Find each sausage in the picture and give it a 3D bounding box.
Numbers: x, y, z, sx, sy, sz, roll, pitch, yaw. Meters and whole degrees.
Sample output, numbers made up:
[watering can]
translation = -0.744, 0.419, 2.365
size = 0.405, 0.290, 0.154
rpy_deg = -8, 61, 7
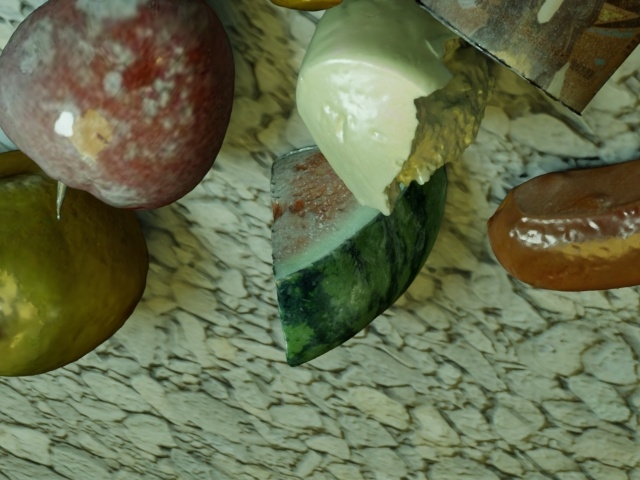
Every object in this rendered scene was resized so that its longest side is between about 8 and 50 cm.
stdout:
[sausage]
translation = 0.304, -0.011, 1.311
size = 0.258, 0.133, 0.133
rpy_deg = -8, 129, 20

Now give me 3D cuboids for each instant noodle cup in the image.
[instant noodle cup]
translation = 0.204, -0.234, 1.025
size = 0.217, 0.217, 0.207
rpy_deg = 31, 103, -13

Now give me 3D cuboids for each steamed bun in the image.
[steamed bun]
translation = 0.086, -0.145, 1.176
size = 0.170, 0.225, 0.200
rpy_deg = -21, 119, 31

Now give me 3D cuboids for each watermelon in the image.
[watermelon]
translation = 0.000, 0.000, 1.372
size = 0.201, 0.261, 0.213
rpy_deg = 29, 144, 27

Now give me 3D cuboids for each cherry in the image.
[cherry]
translation = -0.211, -0.144, 1.273
size = 0.236, 0.213, 0.285
rpy_deg = 19, 113, -29

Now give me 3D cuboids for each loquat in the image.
[loquat]
translation = -0.341, 0.033, 1.423
size = 0.276, 0.284, 0.276
rpy_deg = 5, 113, 13

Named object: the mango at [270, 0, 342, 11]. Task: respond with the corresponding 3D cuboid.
[mango]
translation = -0.024, -0.312, 1.103
size = 0.287, 0.153, 0.201
rpy_deg = 20, 134, -2
